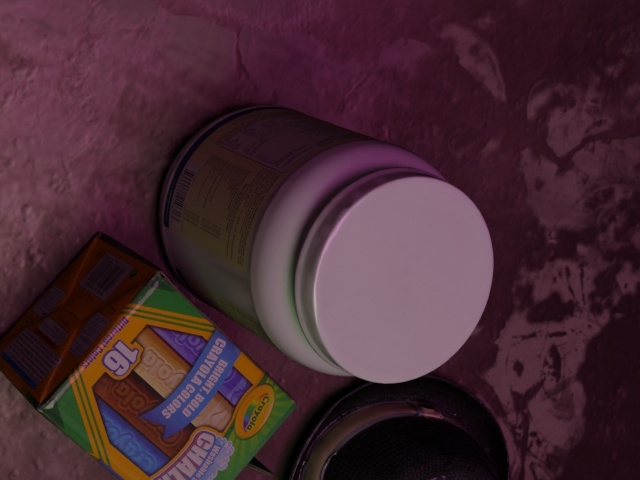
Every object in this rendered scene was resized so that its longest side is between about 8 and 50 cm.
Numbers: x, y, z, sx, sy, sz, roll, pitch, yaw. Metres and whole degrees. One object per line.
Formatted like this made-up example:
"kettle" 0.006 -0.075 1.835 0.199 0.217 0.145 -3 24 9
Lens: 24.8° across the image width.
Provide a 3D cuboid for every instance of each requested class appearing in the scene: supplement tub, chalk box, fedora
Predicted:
"supplement tub" 0.000 0.000 1.467 0.235 0.325 0.235 -9 108 -28
"chalk box" -0.165 0.164 1.505 0.179 0.180 0.289 -48 120 -11
"fedora" 0.124 0.322 1.732 0.334 0.152 0.334 -9 108 -28
